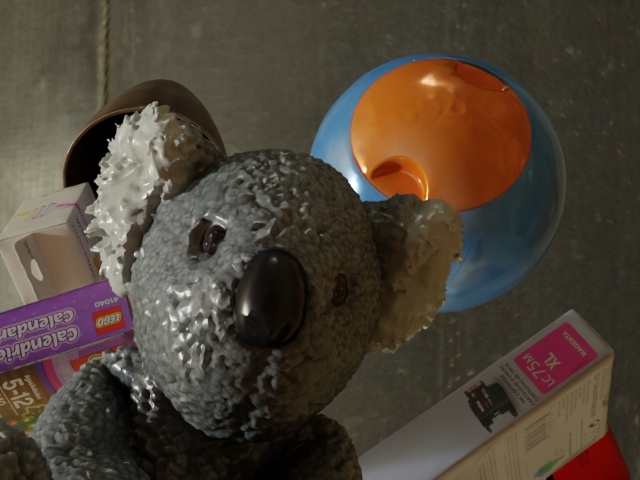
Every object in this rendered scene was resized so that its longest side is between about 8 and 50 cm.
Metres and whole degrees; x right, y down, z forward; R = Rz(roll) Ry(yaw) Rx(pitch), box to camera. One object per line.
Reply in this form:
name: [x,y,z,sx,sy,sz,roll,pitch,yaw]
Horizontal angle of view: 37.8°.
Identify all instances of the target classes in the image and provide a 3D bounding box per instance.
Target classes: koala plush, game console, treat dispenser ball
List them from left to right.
koala plush: [-0.039,0.060,0.386,0.196,0.203,0.221,14,75,-5]
treat dispenser ball: [0.128,-0.063,1.046,0.288,0.288,0.288,0,90,23]
game console: [0.245,0.219,1.004,0.124,0.085,0.144,-19,63,2]

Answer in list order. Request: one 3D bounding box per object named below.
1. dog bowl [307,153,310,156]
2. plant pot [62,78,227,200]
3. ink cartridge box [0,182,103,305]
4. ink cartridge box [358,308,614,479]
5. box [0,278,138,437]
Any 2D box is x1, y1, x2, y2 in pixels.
dog bowl: [0.000,0.000,1.901,0.102,0.348,0.349,-37,74,48]
plant pot: [-0.227,-0.130,1.287,0.215,0.230,0.215,-2,122,-3]
ink cartridge box: [-0.315,0.007,1.118,0.090,0.143,0.092,-15,115,5]
ink cartridge box: [0.108,0.200,0.793,0.311,0.186,0.065,-35,57,-8]
box: [-0.213,0.163,0.727,0.201,0.293,0.057,-18,51,-9]
